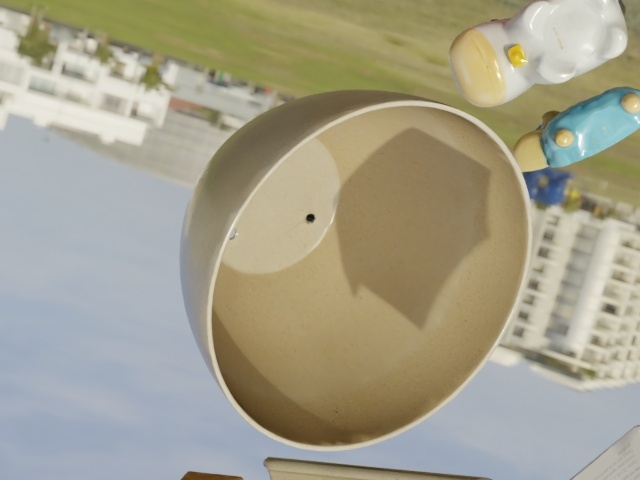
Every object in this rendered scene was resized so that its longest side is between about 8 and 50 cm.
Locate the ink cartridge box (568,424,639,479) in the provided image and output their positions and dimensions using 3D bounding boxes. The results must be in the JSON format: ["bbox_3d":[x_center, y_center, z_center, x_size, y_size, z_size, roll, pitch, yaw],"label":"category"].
[{"bbox_3d":[0.169,0.202,0.566,0.067,0.115,0.198,16,-139,-30],"label":"ink cartridge box"}]

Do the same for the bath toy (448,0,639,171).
[{"bbox_3d":[0.158,-0.237,1.013,0.151,0.348,0.129,-19,-170,12],"label":"bath toy"}]

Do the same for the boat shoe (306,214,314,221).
[{"bbox_3d":[0.068,0.035,1.232,0.254,0.079,0.095,25,153,-23],"label":"boat shoe"}]

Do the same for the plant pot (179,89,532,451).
[{"bbox_3d":[0.000,0.000,0.977,0.284,0.284,0.191,13,-167,-35],"label":"plant pot"}]

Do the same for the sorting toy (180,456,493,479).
[{"bbox_3d":[0.022,0.285,1.043,0.307,0.229,0.041,0,-152,29],"label":"sorting toy"}]
